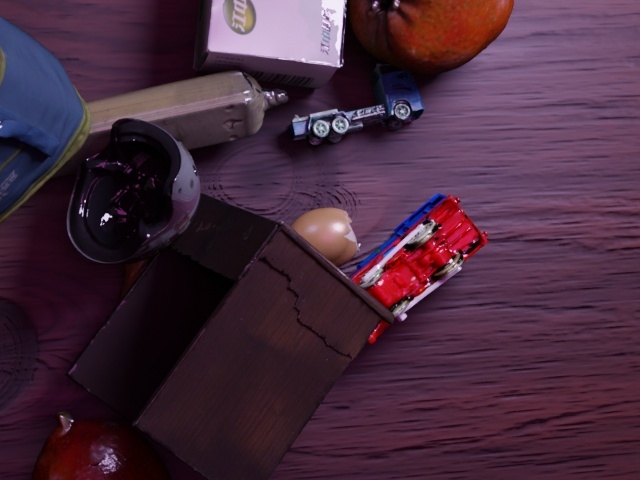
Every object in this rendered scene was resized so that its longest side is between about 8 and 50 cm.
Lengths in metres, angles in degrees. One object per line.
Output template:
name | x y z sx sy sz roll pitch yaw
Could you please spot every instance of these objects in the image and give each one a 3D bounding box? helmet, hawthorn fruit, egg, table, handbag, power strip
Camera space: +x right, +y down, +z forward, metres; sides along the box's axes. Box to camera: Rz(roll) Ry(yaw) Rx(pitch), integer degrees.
helmet | -0.213 -0.050 1.837 0.177 0.107 0.153 -51 59 15
hawthorn fruit | 0.164 -0.320 1.951 0.262 0.210 0.211 -14 88 -38
hawthorn fruit | -0.269 0.288 1.825 0.169 0.169 0.188 -28 91 -13
egg | 0.000 0.000 1.944 0.096 0.080 0.080 -20 89 -6
table | -0.113 0.125 1.801 0.196 0.250 0.282 41 79 -28
handbag | -0.420 -0.138 1.702 0.263 0.241 0.222 -45 70 7
power strip | -0.229 -0.145 1.885 0.387 0.092 0.066 -12 59 -7

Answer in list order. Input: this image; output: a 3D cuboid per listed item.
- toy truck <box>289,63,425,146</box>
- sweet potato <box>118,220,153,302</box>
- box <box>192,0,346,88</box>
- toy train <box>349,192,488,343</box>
toy truck | 0.043 -0.176 1.980 0.175 0.067 0.081 -13 82 -9
sweet potato | -0.230 0.020 1.906 0.065 0.051 0.219 -10 87 10
box | -0.057 -0.373 1.933 0.173 0.145 0.333 6 84 -13
toy train | 0.112 0.033 1.948 0.204 0.131 0.083 -40 99 -1
